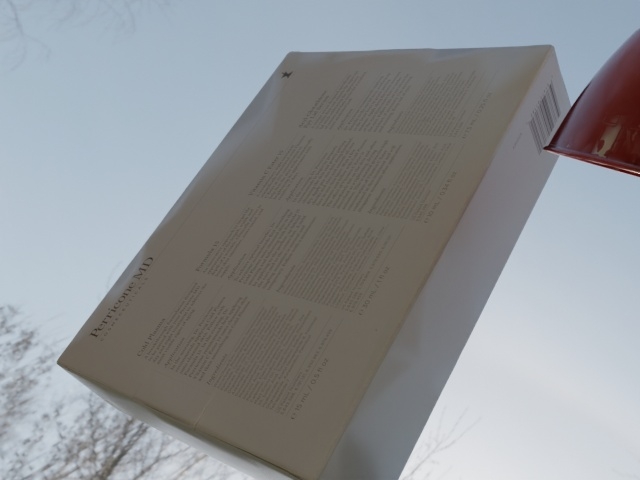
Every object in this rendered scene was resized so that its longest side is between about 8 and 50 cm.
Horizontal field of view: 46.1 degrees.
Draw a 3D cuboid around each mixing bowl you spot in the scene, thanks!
[{"bbox_3d":[0.228,-0.073,0.422,0.181,0.181,0.098,21,-78,31],"label":"mixing bowl"}]

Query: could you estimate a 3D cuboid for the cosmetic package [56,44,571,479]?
[{"bbox_3d":[0.000,0.000,0.616,0.284,0.377,0.097,13,-30,39],"label":"cosmetic package"}]
